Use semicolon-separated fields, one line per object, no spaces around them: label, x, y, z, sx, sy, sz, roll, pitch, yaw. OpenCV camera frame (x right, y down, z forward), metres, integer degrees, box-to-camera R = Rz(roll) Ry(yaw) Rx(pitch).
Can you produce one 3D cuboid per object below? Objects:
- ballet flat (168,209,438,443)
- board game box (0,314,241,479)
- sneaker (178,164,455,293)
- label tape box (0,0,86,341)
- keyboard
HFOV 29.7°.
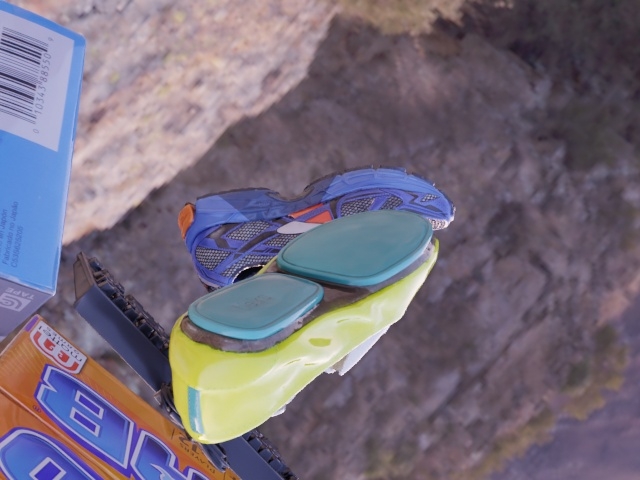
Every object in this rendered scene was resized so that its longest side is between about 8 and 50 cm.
ballet flat;-0.007;0.045;0.656;0.231;0.077;0.077;-28;129;-57
board game box;-0.233;0.342;0.946;0.356;0.356;0.356;-48;-172;9
sneaker;0.000;0.000;0.967;0.221;0.087;0.083;-10;162;4
label tape box;-0.337;-0.012;1.044;0.115;0.249;0.348;21;144;-32
keyboard;-0.071;0.084;0.670;0.023;0.180;0.108;-40;-159;2
